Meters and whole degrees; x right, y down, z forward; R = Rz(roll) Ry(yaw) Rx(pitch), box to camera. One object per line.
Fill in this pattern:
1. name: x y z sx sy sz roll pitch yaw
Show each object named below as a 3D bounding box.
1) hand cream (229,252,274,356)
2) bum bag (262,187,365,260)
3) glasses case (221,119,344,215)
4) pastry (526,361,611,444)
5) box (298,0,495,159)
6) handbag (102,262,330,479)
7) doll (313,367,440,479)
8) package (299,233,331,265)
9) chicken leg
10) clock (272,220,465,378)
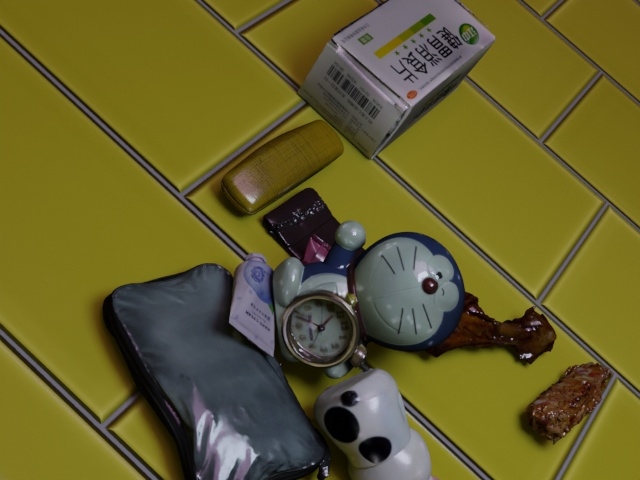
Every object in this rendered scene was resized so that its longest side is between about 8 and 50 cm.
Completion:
1. hand cream: -0.084 0.073 1.223 0.084 0.053 0.142 42 28 -33
2. bum bag: 0.000 0.000 1.401 0.159 0.026 0.109 46 50 6
3. glasses case: -0.056 -0.113 1.426 0.079 0.064 0.234 49 49 6
4. pastry: 0.364 0.238 1.395 0.169 0.087 0.063 -27 107 -39
5. box: 0.132 -0.296 1.605 0.173 0.145 0.333 42 47 7
6. handbag: -0.127 0.175 1.182 0.192 0.075 0.332 -14 62 -39
7. doll: 0.069 0.249 1.194 0.180 0.110 0.107 61 5 -15
8. package: -0.009 0.041 1.348 0.059 0.029 0.083 34 91 -4
9. chicken leg: 0.222 0.128 1.401 0.304 0.093 0.113 16 69 -28
10. clock: 0.065 0.071 1.238 0.243 0.146 0.199 -8 93 7
